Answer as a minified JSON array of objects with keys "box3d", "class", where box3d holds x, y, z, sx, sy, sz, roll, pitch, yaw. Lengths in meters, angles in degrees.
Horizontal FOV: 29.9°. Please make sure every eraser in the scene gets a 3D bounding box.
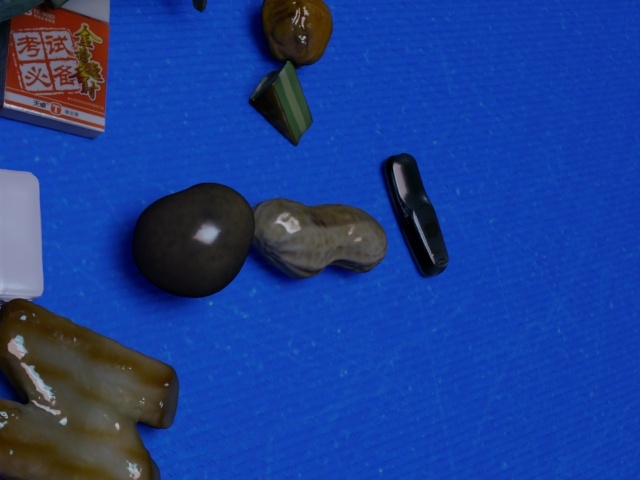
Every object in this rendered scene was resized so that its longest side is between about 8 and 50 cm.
[{"box3d":[-0.383,-0.273,1.729,0.157,0.038,0.230,12,68,-36],"class":"eraser"}]

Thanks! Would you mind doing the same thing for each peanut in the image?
[{"box3d":[0.000,0.000,1.894,0.274,0.111,0.125,4,77,-37],"class":"peanut"}]

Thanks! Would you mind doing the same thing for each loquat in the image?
[{"box3d":[-0.043,-0.350,1.985,0.137,0.113,0.137,12,76,-60],"class":"loquat"}]

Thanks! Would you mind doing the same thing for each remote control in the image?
[{"box3d":[0.168,-0.046,2.086,0.072,0.042,0.222,-16,86,-43],"class":"remote control"}]

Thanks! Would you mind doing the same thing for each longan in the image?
[{"box3d":[-0.177,-0.002,1.717,0.167,0.167,0.187,50,59,-14],"class":"longan"}]

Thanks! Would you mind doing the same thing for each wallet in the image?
[{"box3d":[-0.420,-0.004,1.616,0.095,0.033,0.190,3,73,-36],"class":"wallet"}]

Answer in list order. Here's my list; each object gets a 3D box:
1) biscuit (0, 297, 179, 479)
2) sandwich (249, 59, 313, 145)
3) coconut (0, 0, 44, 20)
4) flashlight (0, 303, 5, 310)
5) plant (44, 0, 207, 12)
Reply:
[{"box3d":[-0.322,0.229,1.579,0.291,0.062,0.237,30,54,-34],"class":"biscuit"},{"box3d":[-0.045,-0.222,1.956,0.116,0.074,0.074,43,54,-19],"class":"sandwich"},{"box3d":[-0.472,-0.442,1.552,0.281,0.328,0.328,-29,94,-49],"class":"coconut"},{"box3d":[-0.425,0.125,1.576,0.018,0.018,0.083,13,68,-34],"class":"flashlight"},{"box3d":[-0.246,-0.457,1.721,0.306,0.261,0.297,54,38,-16],"class":"plant"}]
